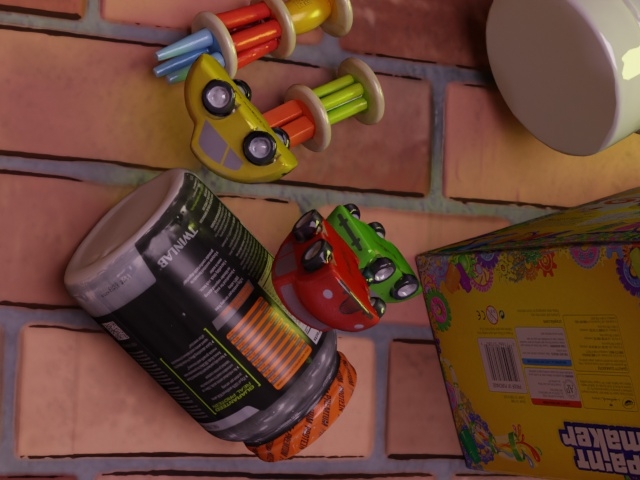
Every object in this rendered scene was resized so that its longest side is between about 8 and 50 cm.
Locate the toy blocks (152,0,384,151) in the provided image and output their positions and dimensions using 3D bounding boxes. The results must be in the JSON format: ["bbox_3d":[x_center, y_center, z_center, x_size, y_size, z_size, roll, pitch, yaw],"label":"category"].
[{"bbox_3d":[-0.039,-0.113,1.209,0.148,0.054,0.123,-25,102,-26],"label":"toy blocks"}]

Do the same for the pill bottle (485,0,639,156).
[{"bbox_3d":[0.297,-0.195,1.322,0.334,0.188,0.188,-29,101,-28],"label":"pill bottle"}]

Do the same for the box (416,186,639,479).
[{"bbox_3d":[0.276,0.053,1.240,0.279,0.290,0.177,-17,96,-28],"label":"box"}]

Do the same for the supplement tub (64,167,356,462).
[{"bbox_3d":[-0.070,0.054,1.147,0.190,0.117,0.117,48,67,-19],"label":"supplement tub"}]

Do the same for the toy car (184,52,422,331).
[{"bbox_3d":[0.000,0.000,1.155,0.053,0.239,0.225,-38,147,11],"label":"toy car"}]
